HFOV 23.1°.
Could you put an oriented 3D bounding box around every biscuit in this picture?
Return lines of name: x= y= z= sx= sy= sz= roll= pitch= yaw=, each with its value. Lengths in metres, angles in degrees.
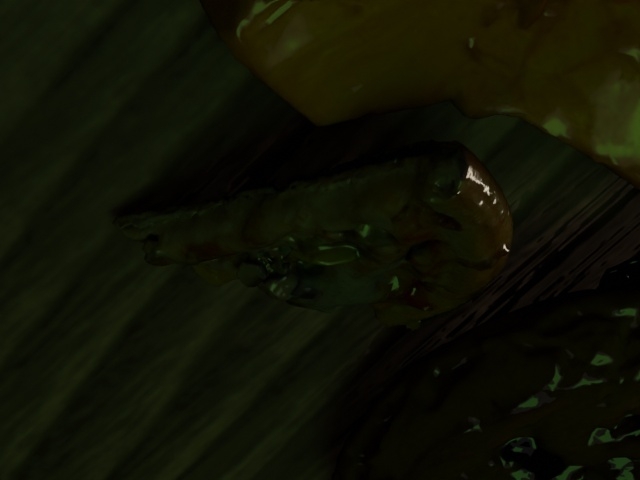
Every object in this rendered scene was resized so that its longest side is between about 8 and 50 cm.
biscuit: x=0.146 y=0.129 z=0.845 sx=0.296 sy=0.075 sz=0.296 roll=-8 pitch=140 yaw=-7

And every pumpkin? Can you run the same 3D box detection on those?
pumpkin: x=0.083 y=-0.122 z=0.608 sx=0.258 sy=0.095 sz=0.290 roll=-1 pitch=128 yaw=-8

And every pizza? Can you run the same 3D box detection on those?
pizza: x=0.000 y=0.000 z=0.679 sx=0.176 sy=0.036 sz=0.184 roll=4 pitch=159 yaw=-12
